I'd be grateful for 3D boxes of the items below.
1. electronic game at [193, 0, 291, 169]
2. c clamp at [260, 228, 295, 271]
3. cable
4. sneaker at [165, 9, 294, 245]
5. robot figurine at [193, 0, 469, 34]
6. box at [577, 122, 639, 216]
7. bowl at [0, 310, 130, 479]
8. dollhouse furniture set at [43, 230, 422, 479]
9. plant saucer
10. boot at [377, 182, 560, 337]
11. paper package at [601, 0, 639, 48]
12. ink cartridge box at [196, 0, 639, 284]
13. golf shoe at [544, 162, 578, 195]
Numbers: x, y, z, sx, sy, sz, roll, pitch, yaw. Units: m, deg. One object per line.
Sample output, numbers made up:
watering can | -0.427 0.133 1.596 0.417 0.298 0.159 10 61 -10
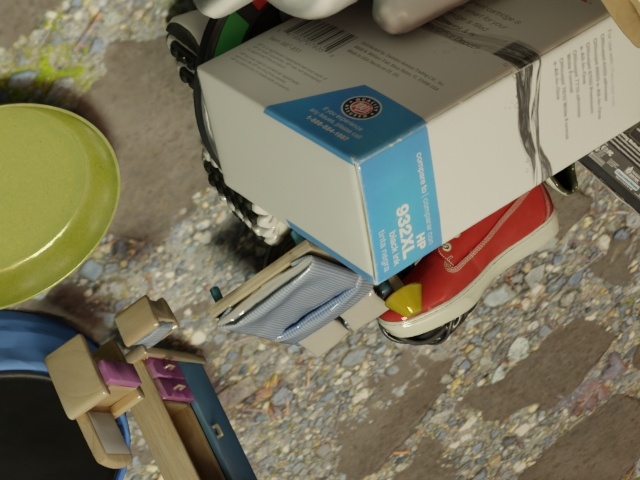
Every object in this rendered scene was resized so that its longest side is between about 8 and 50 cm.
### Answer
electronic game | -0.022 -0.153 1.432 0.229 0.048 0.229 -21 122 -38
c clamp | 0.000 0.000 1.690 0.137 0.022 0.161 -22 160 -24
cable | 0.132 0.047 1.851 0.150 0.047 0.184 -23 133 -23
sneaker | -0.054 -0.111 1.526 0.118 0.110 0.292 -32 141 -19
robot figurine | 0.033 -0.313 1.293 0.353 0.200 0.300 -35 102 -20
box | 0.317 -0.237 1.597 0.395 0.097 0.318 35 107 -31
bowl | -0.379 0.244 1.647 0.391 0.077 0.391 -19 136 -19
dollhouse furniture set | -0.049 0.133 1.589 0.303 0.198 0.286 -35 160 16
plant saucer | -0.302 -0.035 1.468 0.241 0.037 0.241 -20 137 -20
boot | 0.135 -0.023 1.722 0.244 0.088 0.176 -39 123 -17
paper package | 0.252 -0.372 1.240 0.168 0.325 0.309 -21 125 30
ink cartridge box | 0.089 -0.125 1.347 0.307 0.223 0.129 -31 130 -24
golf shoe | 0.253 -0.123 1.738 0.069 0.086 0.176 -29 137 -6
